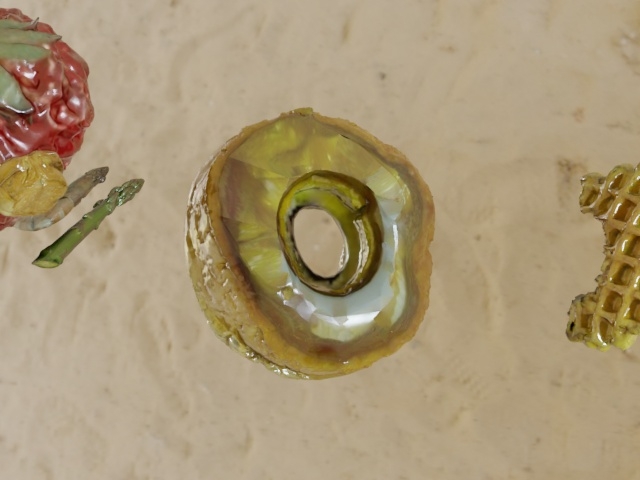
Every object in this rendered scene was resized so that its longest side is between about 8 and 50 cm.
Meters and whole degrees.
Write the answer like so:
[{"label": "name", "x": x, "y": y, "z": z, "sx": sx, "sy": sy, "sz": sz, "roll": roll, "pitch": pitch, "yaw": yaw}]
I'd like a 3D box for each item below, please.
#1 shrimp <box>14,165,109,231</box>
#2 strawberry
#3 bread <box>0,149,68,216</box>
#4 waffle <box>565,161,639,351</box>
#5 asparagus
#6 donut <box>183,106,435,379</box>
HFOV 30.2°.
[{"label": "shrimp", "x": -0.467, "y": -0.081, "z": 2.057, "sx": 0.147, "sy": 0.035, "sz": 0.195, "roll": 9, "pitch": 42, "yaw": 40}, {"label": "strawberry", "x": -0.449, "y": -0.119, "z": 1.440, "sx": 0.295, "sy": 0.317, "sz": 0.345, "roll": 63, "pitch": 146, "yaw": 37}, {"label": "bread", "x": -0.288, "y": -0.054, "z": 1.165, "sx": 0.046, "sy": 0.083, "sz": 0.081, "roll": 56, "pitch": 158, "yaw": 17}, {"label": "waffle", "x": 0.299, "y": 0.012, "z": 1.178, "sx": 0.149, "sy": 0.051, "sz": 0.194, "roll": -22, "pitch": 59, "yaw": 45}, {"label": "asparagus", "x": -0.281, "y": -0.020, "z": 1.431, "sx": 0.034, "sy": 0.236, "sz": 0.027, "roll": -17, "pitch": 110, "yaw": 31}, {"label": "donut", "x": 0.000, "y": 0.000, "z": 1.417, "sx": 0.160, "sy": 0.330, "sz": 0.330, "roll": 155, "pitch": 120, "yaw": -67}]
